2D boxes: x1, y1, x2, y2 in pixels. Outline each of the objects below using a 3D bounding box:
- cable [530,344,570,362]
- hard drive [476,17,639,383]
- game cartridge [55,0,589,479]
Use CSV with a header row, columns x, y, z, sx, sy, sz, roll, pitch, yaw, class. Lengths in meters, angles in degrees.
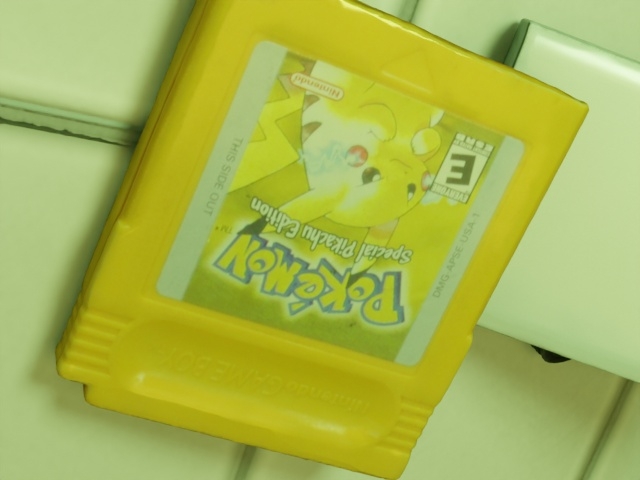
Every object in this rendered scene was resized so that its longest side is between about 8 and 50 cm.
x,y,z,sx,sy,sz,roll,pitch,yaw,class
0.315,0.024,0.989,0.287,0.072,0.139,-31,144,3,cable
0.277,-0.001,0.839,0.353,0.047,0.233,20,105,-5,hard drive
0.000,0.000,0.750,0.285,0.053,0.324,18,104,-23,game cartridge
